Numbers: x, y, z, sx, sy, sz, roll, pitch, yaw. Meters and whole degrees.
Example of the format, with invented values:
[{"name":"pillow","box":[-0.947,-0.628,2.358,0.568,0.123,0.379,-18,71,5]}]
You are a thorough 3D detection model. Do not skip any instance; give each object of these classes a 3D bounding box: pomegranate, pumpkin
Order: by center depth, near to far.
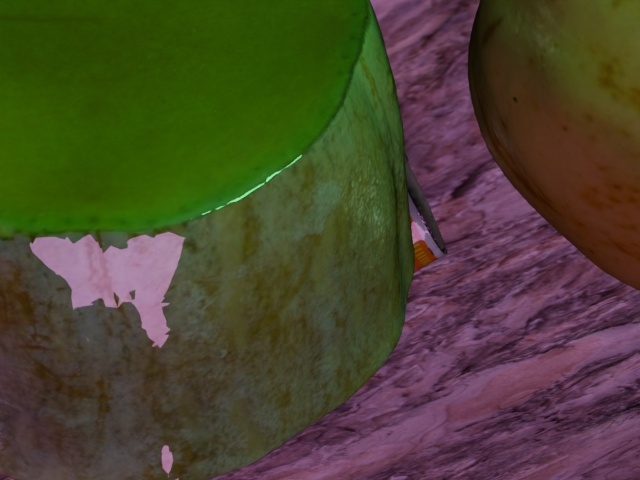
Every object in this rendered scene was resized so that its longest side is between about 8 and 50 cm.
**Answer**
[{"name":"pumpkin","box":[-0.100,-0.052,0.848,0.332,0.332,0.199,-6,137,-16]},{"name":"pomegranate","box":[0.227,-0.138,0.933,0.343,0.342,0.342,-11,156,-5]}]

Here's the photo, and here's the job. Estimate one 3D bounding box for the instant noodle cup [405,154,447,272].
[{"name":"instant noodle cup","box":[0.000,0.000,1.303,0.185,0.168,0.168,-25,155,10]}]
